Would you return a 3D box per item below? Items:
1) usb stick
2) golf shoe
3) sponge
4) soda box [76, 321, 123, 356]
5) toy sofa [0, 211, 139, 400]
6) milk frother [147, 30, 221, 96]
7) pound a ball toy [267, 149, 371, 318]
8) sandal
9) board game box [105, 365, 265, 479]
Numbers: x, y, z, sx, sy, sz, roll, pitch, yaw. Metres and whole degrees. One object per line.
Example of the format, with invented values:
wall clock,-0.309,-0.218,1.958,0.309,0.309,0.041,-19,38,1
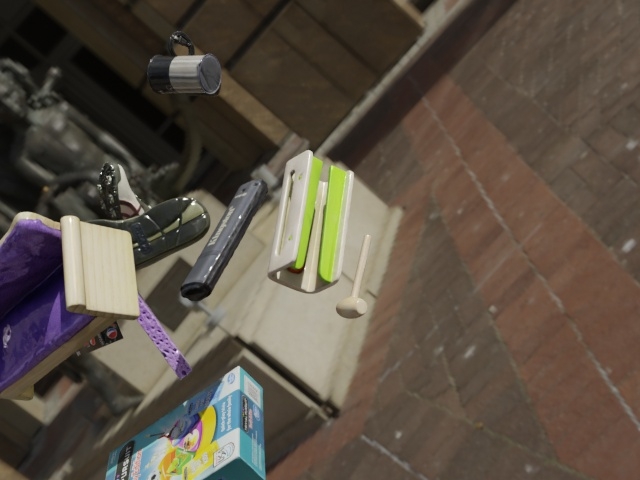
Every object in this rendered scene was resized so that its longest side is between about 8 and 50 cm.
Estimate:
usb stick,-0.171,-0.004,1.705,0.077,0.045,0.278,-26,29,47
golf shoe,-0.457,-0.074,2.257,0.120,0.273,0.105,-22,35,-25
sponge,-0.315,0.157,1.753,0.031,0.210,0.117,-35,17,-9
soda box,-0.576,0.252,2.424,0.060,0.053,0.169,-21,-1,-41
toy sofa,-0.446,0.111,1.434,0.362,0.177,0.150,-35,55,37
milk frother,-0.274,-0.378,1.993,0.129,0.134,0.143,1,-86,-63
pound a ball toy,0.000,0.000,2.008,0.135,0.208,0.319,-26,49,49
sandal,-0.346,0.011,1.732,0.302,0.120,0.086,-16,-14,-7
board game box,-0.257,0.416,1.739,0.336,0.079,0.254,-35,26,14
